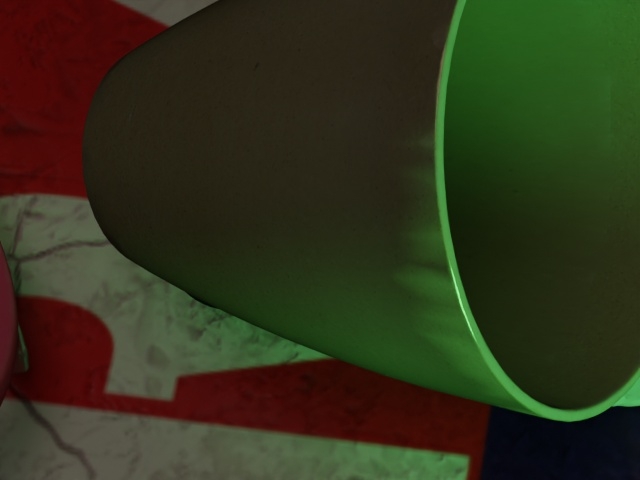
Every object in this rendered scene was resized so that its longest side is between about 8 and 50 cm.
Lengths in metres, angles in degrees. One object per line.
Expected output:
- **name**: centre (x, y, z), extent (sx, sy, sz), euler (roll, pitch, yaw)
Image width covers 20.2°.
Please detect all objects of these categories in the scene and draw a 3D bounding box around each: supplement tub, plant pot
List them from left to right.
- **plant pot**: centre (0.017, -0.043, 0.935), extent (0.274, 0.256, 0.257), euler (0, 65, 37)
- **supplement tub**: centre (0.171, 0.032, 0.996), extent (0.071, 0.071, 0.107), euler (-12, 66, 7)

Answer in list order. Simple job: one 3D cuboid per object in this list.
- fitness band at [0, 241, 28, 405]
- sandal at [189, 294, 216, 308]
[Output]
- **fitness band**: centre (-0.292, 0.030, 1.061), extent (0.209, 0.054, 0.291), euler (-15, 55, -19)
- **sandal**: centre (0.000, 0.000, 1.064), extent (0.179, 0.040, 0.067), euler (-20, 63, 1)
